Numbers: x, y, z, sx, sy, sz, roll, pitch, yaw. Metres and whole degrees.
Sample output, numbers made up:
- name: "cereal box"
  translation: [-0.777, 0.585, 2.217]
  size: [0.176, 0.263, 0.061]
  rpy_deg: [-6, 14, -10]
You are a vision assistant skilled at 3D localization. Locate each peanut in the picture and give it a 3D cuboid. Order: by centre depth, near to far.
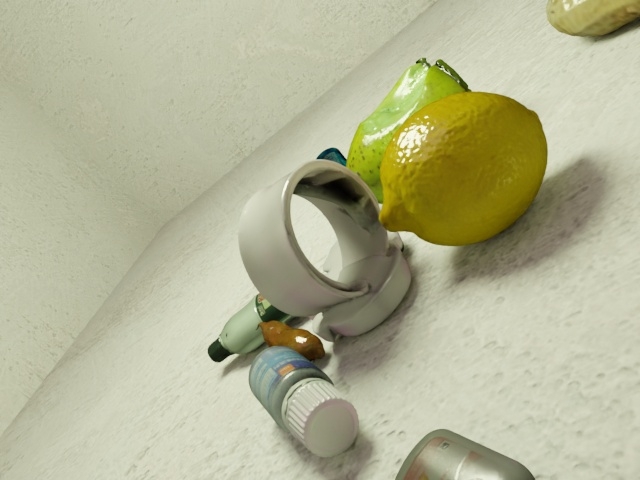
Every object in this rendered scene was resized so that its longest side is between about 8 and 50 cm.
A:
- name: "peanut"
  translation: [0.475, -0.399, 0.895]
  size: [0.130, 0.130, 0.290]
  rpy_deg: [-48, 17, -16]

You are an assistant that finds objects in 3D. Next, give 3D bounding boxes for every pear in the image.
- name: "pear"
  translation: [0.153, -0.187, 1.050]
  size: [0.292, 0.159, 0.292]
  rpy_deg: [-40, 19, 17]

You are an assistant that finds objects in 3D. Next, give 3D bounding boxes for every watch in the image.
- name: "watch"
  translation: [0.000, 0.000, 0.826]
  size: [0.196, 0.231, 0.244]
  rpy_deg: [-29, 26, 44]

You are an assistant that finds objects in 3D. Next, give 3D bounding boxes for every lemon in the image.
- name: "lemon"
  translation: [0.178, -0.090, 0.724]
  size: [0.244, 0.187, 0.187]
  rpy_deg: [-32, 19, 1]

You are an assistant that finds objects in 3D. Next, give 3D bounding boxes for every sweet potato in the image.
- name: "sweet potato"
  translation: [-0.054, 0.151, 0.867]
  size: [0.056, 0.056, 0.194]
  rpy_deg: [-50, 30, -20]

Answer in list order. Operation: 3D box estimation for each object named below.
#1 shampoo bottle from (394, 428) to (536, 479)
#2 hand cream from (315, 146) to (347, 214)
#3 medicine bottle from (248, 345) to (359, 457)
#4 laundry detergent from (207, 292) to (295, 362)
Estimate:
- name: "shampoo bottle"
  translation: [0.121, 0.197, 0.429]
  size: [0.080, 0.040, 0.165]
  rpy_deg: [-47, 17, -18]
- name: "hand cream"
  translation: [0.032, -0.154, 1.393]
  size: [0.120, 0.061, 0.271]
  rpy_deg: [-41, 23, 12]
- name: "medicine bottle"
  translation: [-0.024, 0.189, 0.688]
  size: [0.083, 0.083, 0.203]
  rpy_deg: [-47, 20, -11]
- name: "laundry detergent"
  translation: [-0.107, 0.138, 0.999]
  size: [0.225, 0.070, 0.099]
  rpy_deg: [-39, 28, 14]
